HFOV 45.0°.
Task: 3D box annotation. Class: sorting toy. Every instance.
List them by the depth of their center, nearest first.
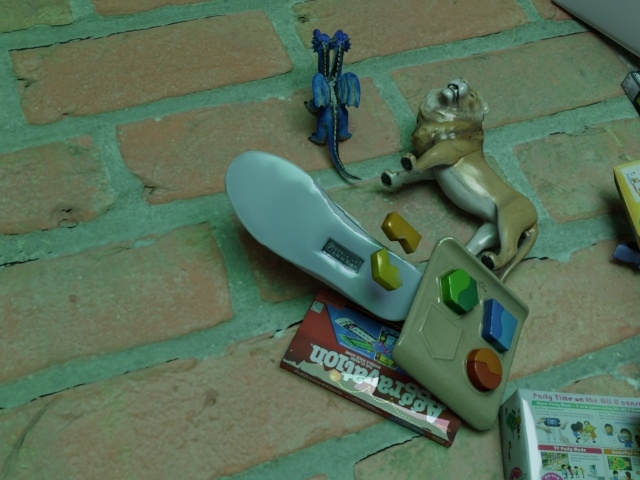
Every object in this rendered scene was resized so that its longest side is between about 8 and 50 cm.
[{"bbox_3d":[0.189,0.107,1.147,0.307,0.041,0.229,41,57,-20],"label":"sorting toy"}]

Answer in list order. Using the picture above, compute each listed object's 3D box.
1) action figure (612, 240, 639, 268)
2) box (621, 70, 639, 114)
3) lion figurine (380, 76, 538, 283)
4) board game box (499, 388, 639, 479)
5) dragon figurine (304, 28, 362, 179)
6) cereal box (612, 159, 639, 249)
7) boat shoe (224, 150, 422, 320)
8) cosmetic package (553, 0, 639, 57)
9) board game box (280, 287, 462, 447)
[{"bbox_3d":[0.693,-0.006,1.318,0.342,0.178,0.330,16,48,1],"label":"action figure"},{"bbox_3d":[0.740,-0.274,1.570,0.184,0.045,0.190,-8,58,-16],"label":"box"},{"bbox_3d":[0.272,-0.095,1.354,0.240,0.142,0.392,-25,78,-30],"label":"lion figurine"},{"bbox_3d":[0.382,0.370,1.073,0.224,0.097,0.303,6,58,-5],"label":"board game box"},{"bbox_3d":[0.023,-0.253,1.396,0.085,0.144,0.289,-2,58,-9],"label":"dragon figurine"},{"bbox_3d":[0.642,-0.086,1.312,0.240,0.047,0.173,-14,46,15],"label":"cereal box"},{"bbox_3d":[0.006,-0.006,1.240,0.367,0.156,0.135,34,87,1],"label":"boat shoe"},{"bbox_3d":[0.745,-0.633,1.571,0.329,0.393,0.327,-30,58,-24],"label":"cosmetic package"},{"bbox_3d":[0.095,0.192,1.189,0.281,0.027,0.145,24,59,8],"label":"board game box"}]
